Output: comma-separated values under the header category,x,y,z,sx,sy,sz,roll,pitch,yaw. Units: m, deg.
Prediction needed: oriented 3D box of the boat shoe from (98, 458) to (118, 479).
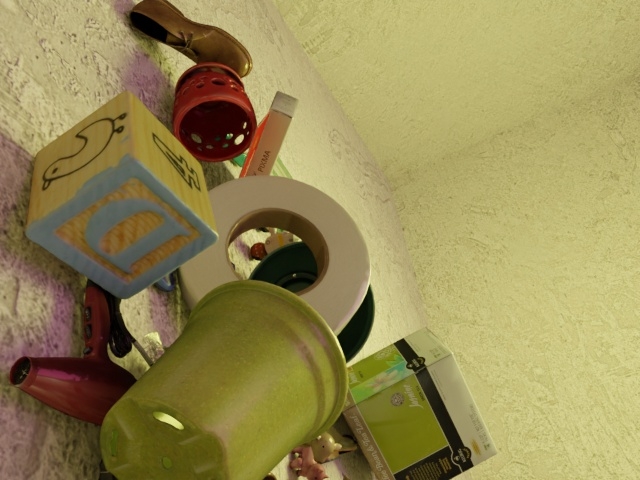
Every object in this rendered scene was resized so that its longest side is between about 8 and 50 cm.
category,x,y,z,sx,sy,sz,roll,pitch,yaw
boat shoe,-0.220,0.332,0.793,0.233,0.084,0.079,24,47,-61

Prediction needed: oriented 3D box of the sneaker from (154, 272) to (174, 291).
category,x,y,z,sx,sy,sz,roll,pitch,yaw
sneaker,-0.288,0.023,1.006,0.053,0.059,0.144,17,54,-70

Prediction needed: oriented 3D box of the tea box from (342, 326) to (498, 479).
category,x,y,z,sx,sy,sz,roll,pitch,yaw
tea box,0.245,0.474,1.506,0.328,0.324,0.220,64,-4,-13

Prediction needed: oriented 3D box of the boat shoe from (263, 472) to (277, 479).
category,x,y,z,sx,sy,sz,roll,pitch,yaw
boat shoe,-0.159,0.420,0.804,0.122,0.120,0.324,67,17,1

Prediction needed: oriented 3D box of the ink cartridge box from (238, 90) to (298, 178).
category,x,y,z,sx,sy,sz,roll,pitch,yaw
ink cartridge box,-0.146,-0.182,1.333,0.066,0.296,0.261,21,31,-8

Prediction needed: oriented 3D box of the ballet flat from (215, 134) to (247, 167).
category,x,y,z,sx,sy,sz,roll,pitch,yaw
ballet flat,-0.250,-0.252,1.486,0.052,0.057,0.168,46,-2,37

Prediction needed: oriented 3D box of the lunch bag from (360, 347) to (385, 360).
category,x,y,z,sx,sy,sz,roll,pitch,yaw
lunch bag,0.235,0.483,1.890,0.224,0.108,0.279,67,15,16

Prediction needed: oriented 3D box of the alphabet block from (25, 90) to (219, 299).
category,x,y,z,sx,sy,sz,roll,pitch,yaw
alphabet block,-0.292,-0.066,0.828,0.193,0.192,0.197,52,8,-44

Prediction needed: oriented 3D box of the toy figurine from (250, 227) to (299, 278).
category,x,y,z,sx,sy,sz,roll,pitch,yaw
toy figurine,-0.086,0.025,1.471,0.213,0.148,0.209,59,25,-32

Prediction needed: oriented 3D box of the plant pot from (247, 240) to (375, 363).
category,x,y,z,sx,sy,sz,roll,pitch,yaw
plant pot,-0.037,0.155,1.283,0.196,0.293,0.293,144,-76,-80

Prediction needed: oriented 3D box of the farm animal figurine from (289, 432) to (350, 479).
category,x,y,z,sx,sy,sz,roll,pitch,yaw
farm animal figurine,-0.009,0.487,1.073,0.330,0.172,0.327,70,18,7

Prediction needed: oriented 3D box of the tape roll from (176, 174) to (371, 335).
category,x,y,z,sx,sy,sz,roll,pitch,yaw
tape roll,-0.091,0.039,1.108,0.072,0.392,0.391,115,-30,-54

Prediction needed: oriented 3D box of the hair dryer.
category,x,y,z,sx,sy,sz,roll,pitch,yaw
hair dryer,-0.321,0.155,0.774,0.223,0.080,0.293,54,11,-2

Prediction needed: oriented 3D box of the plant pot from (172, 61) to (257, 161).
category,x,y,z,sx,sy,sz,roll,pitch,yaw
plant pot,-0.257,-0.308,1.302,0.191,0.191,0.174,47,18,-48

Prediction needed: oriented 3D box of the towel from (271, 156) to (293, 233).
category,x,y,z,sx,sy,sz,roll,pitch,yaw
towel,-0.132,-0.148,1.710,0.248,0.038,0.324,56,19,-37

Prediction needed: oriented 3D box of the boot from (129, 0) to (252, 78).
category,x,y,z,sx,sy,sz,roll,pitch,yaw
boot,-0.312,-0.471,1.321,0.305,0.112,0.115,28,34,-6

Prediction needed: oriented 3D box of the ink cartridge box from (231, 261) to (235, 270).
category,x,y,z,sx,sy,sz,roll,pitch,yaw
ink cartridge box,-0.213,0.122,1.128,0.097,0.046,0.207,46,28,-51

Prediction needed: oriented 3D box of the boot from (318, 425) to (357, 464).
category,x,y,z,sx,sy,sz,roll,pitch,yaw
boot,0.027,0.472,1.345,0.219,0.082,0.106,23,48,-66

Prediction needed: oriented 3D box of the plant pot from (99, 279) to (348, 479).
category,x,y,z,sx,sy,sz,roll,pitch,yaw
plant pot,-0.134,0.223,0.730,0.276,0.276,0.254,66,26,-6
